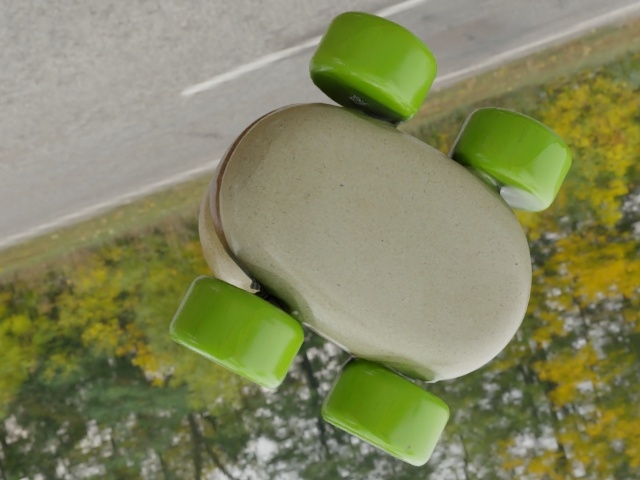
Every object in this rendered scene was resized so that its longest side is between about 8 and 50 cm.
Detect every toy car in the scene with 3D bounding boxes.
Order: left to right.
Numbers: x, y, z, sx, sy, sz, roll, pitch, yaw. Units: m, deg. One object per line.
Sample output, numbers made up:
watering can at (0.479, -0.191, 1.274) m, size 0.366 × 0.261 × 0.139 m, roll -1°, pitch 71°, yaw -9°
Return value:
toy car at (0.000, 0.000, 0.484) m, size 0.149 × 0.155 × 0.188 m, roll 31°, pitch 169°, yaw -18°
